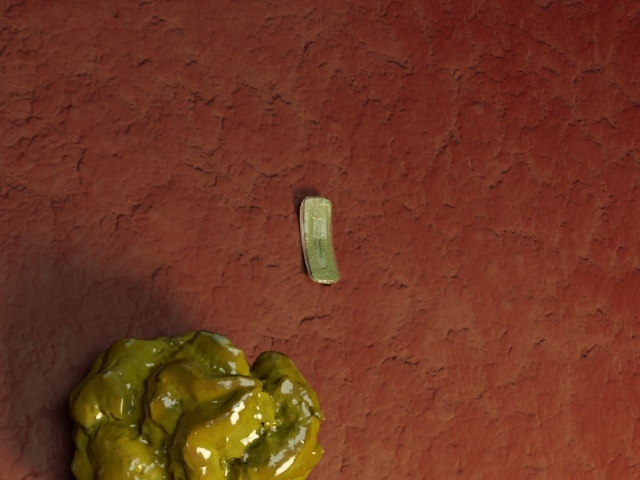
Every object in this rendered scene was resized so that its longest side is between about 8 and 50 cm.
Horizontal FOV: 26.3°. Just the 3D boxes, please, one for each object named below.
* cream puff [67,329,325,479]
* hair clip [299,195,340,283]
[{"bbox_3d":[-0.151,0.245,1.762,0.324,0.257,0.291,37,55,-13],"label":"cream puff"},{"bbox_3d":[-0.001,0.001,2.064,0.054,0.022,0.137,1,72,-28],"label":"hair clip"}]
